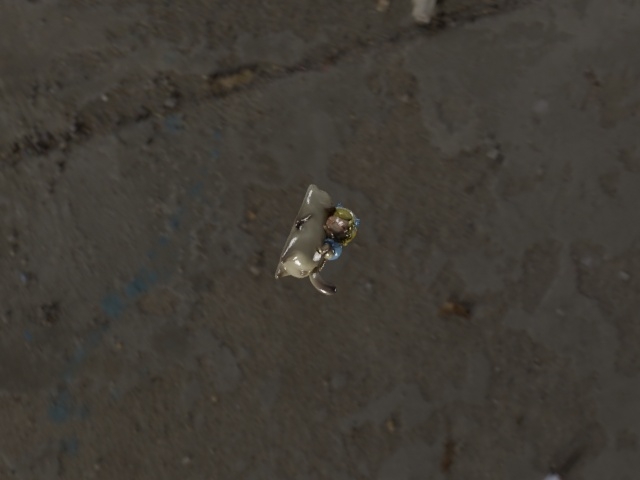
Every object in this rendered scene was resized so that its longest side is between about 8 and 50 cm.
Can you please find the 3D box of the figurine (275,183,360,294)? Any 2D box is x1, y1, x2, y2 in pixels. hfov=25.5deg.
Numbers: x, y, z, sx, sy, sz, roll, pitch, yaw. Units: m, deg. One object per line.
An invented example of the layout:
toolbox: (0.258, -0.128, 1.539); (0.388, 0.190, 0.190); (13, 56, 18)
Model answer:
figurine: (0.000, 0.000, 1.089); (0.050, 0.047, 0.083); (23, 66, -4)
